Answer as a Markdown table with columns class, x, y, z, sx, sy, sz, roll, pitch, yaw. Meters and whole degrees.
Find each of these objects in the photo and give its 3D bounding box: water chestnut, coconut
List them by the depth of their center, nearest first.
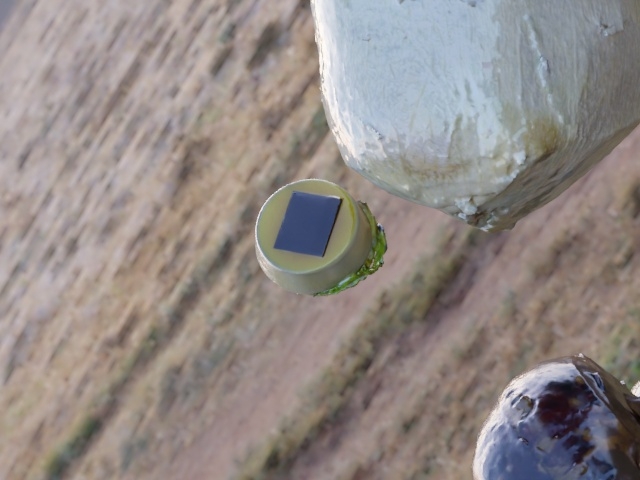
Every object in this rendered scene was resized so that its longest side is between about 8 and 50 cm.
| class | x | y | z | sx | sy | sz | roll | pitch | yaw |
| --- | --- | --- | --- | --- | --- | --- | --- | --- | --- |
| coconut | 0.167 | -0.187 | 1.500 | 0.346 | 0.360 | 0.346 | -15 | 9 | 2 |
| water chestnut | 0.310 | 0.244 | 1.603 | 0.300 | 0.300 | 0.300 | -50 | 20 | 25 |

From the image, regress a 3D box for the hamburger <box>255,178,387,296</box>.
| class | x | y | z | sx | sy | sz | roll | pitch | yaw |
| --- | --- | --- | --- | --- | --- | --- | --- | --- | --- |
| hamburger | 0.000 | 0.000 | 1.590 | 0.081 | 0.141 | 0.126 | 64 | -157 | -61 |

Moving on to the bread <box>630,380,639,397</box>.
| class | x | y | z | sx | sy | sz | roll | pitch | yaw |
| --- | --- | --- | --- | --- | --- | --- | --- | --- | --- |
| bread | 0.522 | 0.267 | 2.059 | 0.236 | 0.236 | 0.070 | -24 | 34 | 60 |
